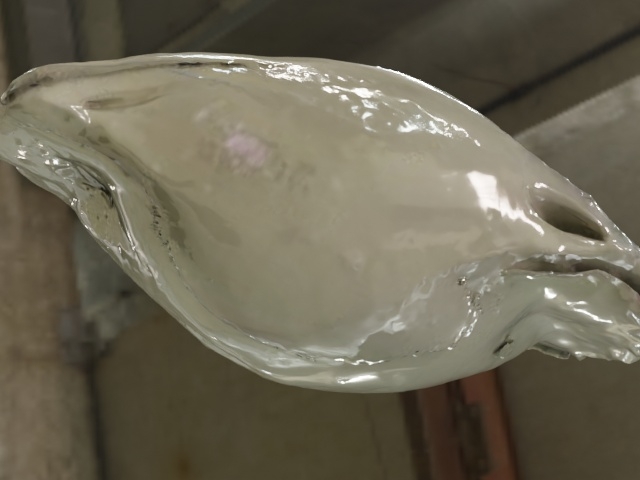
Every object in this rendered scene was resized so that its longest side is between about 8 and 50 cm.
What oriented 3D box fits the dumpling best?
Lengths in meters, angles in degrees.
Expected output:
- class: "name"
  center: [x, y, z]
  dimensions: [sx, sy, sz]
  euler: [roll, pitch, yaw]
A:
- class: "dumpling"
  center: [-0.004, 0.000, 0.862]
  dimensions: [0.260, 0.341, 0.181]
  euler: [122, -39, -77]
